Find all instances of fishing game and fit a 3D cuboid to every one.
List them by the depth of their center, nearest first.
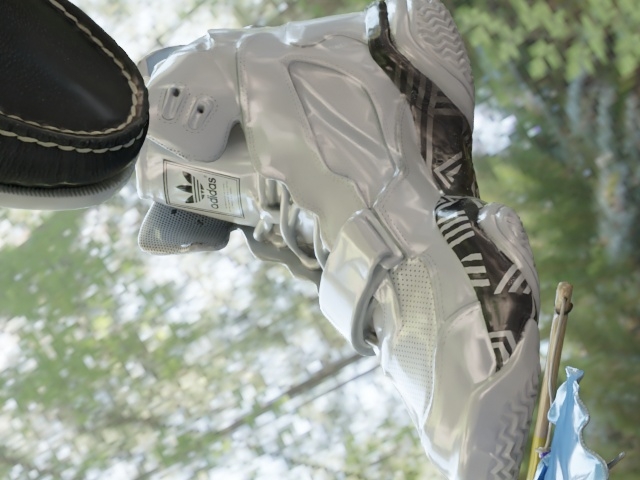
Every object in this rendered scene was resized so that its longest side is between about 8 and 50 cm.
[{"bbox_3d":[0.114,0.151,0.770,0.041,0.189,0.264,4,-153,1],"label":"fishing game"}]

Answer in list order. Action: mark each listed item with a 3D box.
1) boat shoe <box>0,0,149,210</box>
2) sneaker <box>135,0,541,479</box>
[{"bbox_3d":[-0.190,-0.110,0.683,0.302,0.091,0.114,24,-131,-22],"label":"boat shoe"},{"bbox_3d":[0.000,0.000,1.029,0.210,0.137,0.366,-4,-131,-7],"label":"sneaker"}]
